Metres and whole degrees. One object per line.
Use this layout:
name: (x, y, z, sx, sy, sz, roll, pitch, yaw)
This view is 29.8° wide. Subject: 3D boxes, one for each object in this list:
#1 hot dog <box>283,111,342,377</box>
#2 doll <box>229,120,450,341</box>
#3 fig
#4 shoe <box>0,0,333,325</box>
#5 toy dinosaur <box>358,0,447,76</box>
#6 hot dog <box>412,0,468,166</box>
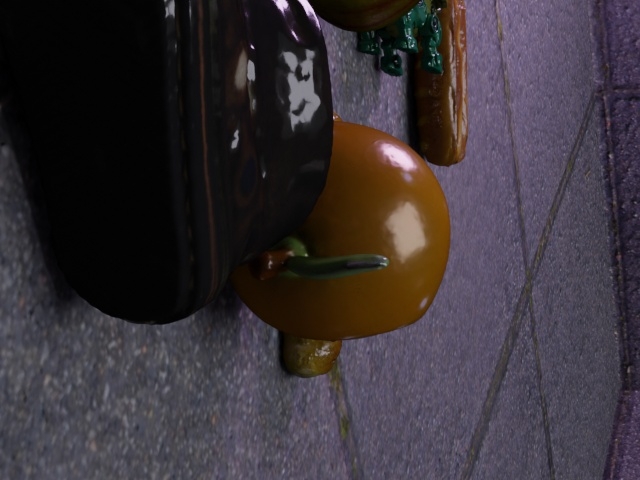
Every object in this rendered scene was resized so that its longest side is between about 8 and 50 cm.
hot dog: (-0.004, 0.000, 1.253, 0.088, 0.061, 0.285, -3, 91, -57)
doll: (0.000, -0.003, 1.052, 0.236, 0.213, 0.213, -21, 109, -65)
fig: (0.071, -0.288, 1.270, 0.148, 0.186, 0.142, 49, 54, -62)
shoe: (-0.099, -0.149, 0.848, 0.237, 0.171, 0.384, -44, 132, -53)
toy dinosaur: (0.088, -0.288, 1.454, 0.259, 0.094, 0.153, 5, 86, -61)
hot dog: (0.169, -0.233, 1.672, 0.115, 0.072, 0.268, 5, 83, -68)
